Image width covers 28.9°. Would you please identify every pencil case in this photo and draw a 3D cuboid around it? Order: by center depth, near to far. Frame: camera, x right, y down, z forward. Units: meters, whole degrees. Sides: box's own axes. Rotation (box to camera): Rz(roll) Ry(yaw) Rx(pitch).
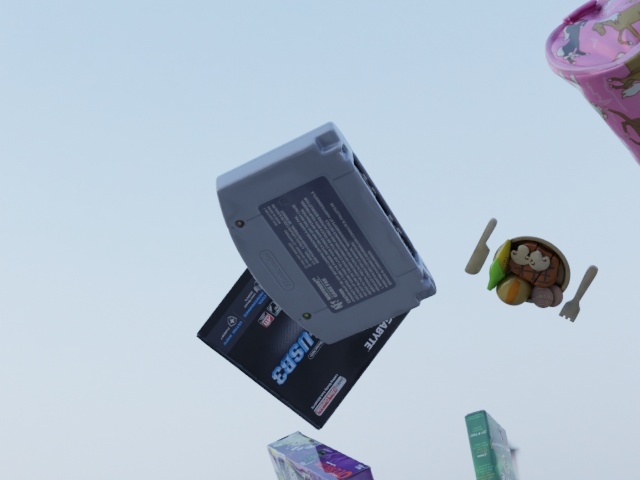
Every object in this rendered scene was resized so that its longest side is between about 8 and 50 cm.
[{"bbox_3d":[0.423,-0.127,1.444,0.160,0.167,0.386,-10,-46,47],"label":"pencil case"}]

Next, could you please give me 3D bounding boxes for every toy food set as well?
[{"bbox_3d":[0.325,0.054,1.931,0.192,0.038,0.132,25,-53,8],"label":"toy food set"}]

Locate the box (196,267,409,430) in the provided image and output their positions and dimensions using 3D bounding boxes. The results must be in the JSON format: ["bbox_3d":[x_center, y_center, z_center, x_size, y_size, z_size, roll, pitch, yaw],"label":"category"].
[{"bbox_3d":[-0.029,0.150,2.315,0.293,0.295,0.073,38,-4,2],"label":"box"}]

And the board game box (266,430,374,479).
[{"bbox_3d":[0.048,0.378,1.279,0.056,0.347,0.208,-22,8,-23],"label":"board game box"}]

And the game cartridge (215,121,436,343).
[{"bbox_3d":[0.000,0.000,1.595,0.196,0.060,0.294,-26,-58,12],"label":"game cartridge"}]

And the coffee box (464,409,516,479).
[{"bbox_3d":[0.282,0.377,1.991,0.040,0.184,0.113,-19,-34,19],"label":"coffee box"}]
